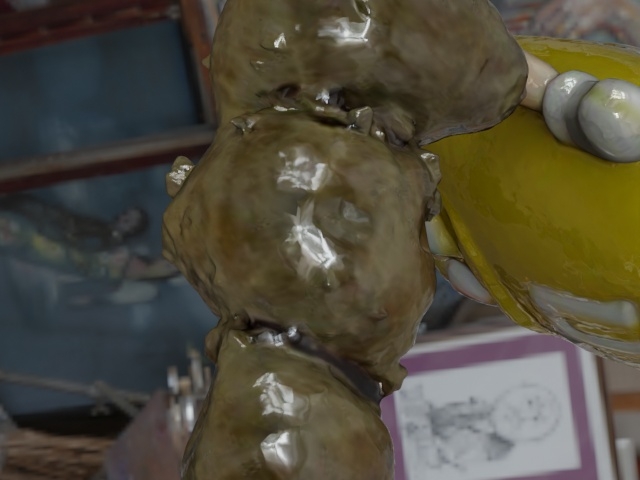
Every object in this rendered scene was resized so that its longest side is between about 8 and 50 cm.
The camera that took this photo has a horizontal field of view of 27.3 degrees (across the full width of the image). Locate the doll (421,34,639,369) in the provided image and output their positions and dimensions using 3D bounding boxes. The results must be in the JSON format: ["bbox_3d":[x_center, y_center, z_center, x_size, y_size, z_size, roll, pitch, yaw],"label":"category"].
[{"bbox_3d":[0.203,0.005,0.685,0.161,0.348,0.423,-54,-173,-9],"label":"doll"}]

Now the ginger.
[{"bbox_3d":[0.000,0.000,0.407,0.080,0.104,0.204,108,-3,-79],"label":"ginger"}]
